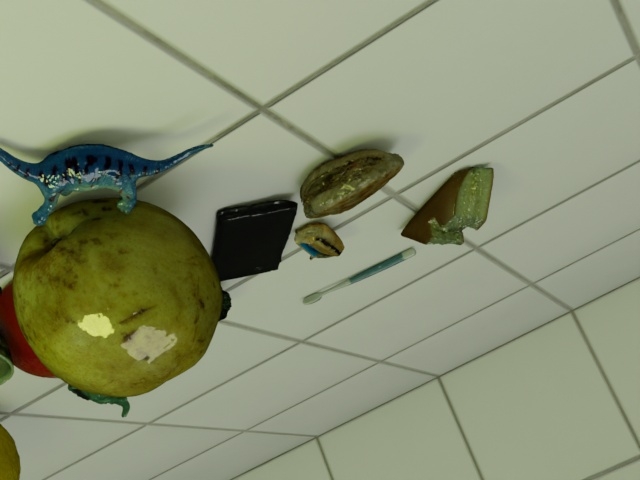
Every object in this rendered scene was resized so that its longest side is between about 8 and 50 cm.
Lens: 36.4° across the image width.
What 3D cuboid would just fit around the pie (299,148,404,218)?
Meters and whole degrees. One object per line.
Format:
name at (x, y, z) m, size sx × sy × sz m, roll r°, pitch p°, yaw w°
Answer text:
pie at (0.051, -0.096, 1.644) m, size 0.194 × 0.078 × 0.163 m, roll -29°, pitch 164°, yaw 17°

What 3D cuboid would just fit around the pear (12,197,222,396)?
pear at (-0.305, 0.079, 1.441) m, size 0.304 × 0.303 × 0.304 m, roll -19°, pitch 157°, yaw -8°

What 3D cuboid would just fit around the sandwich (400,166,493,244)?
sandwich at (0.254, -0.048, 1.914) m, size 0.090 × 0.088 × 0.244 m, roll -1°, pitch 150°, yaw -34°

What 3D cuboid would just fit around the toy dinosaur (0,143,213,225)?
toy dinosaur at (-0.321, -0.091, 1.326) m, size 0.329 × 0.076 × 0.144 m, roll 1°, pitch 143°, yaw -23°

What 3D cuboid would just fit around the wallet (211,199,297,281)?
wallet at (-0.128, 0.006, 1.770) m, size 0.146 × 0.030 × 0.285 m, roll -10°, pitch 157°, yaw -15°

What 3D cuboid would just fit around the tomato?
tomato at (-0.404, 0.149, 1.700) m, size 0.339 × 0.143 × 0.338 m, roll -21°, pitch 157°, yaw -9°

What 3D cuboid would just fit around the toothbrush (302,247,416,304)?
toothbrush at (0.086, 0.082, 2.143) m, size 0.276 × 0.019 × 0.025 m, roll -26°, pitch 163°, yaw 9°

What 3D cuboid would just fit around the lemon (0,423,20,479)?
lemon at (-0.740, 0.486, 1.992) m, size 0.245 × 0.319 × 0.245 m, roll -1°, pitch 115°, yaw -2°

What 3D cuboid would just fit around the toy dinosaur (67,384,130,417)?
toy dinosaur at (-0.455, 0.317, 2.114) m, size 0.120 × 0.079 × 0.292 m, roll -21°, pitch 155°, yaw 12°

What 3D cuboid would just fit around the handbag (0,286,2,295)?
handbag at (-0.586, 0.074, 1.392) m, size 0.213 × 0.127 × 0.235 m, roll -17°, pitch 169°, yaw -8°

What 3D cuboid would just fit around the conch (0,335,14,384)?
conch at (-0.608, 0.170, 1.576) m, size 0.187 × 0.124 × 0.181 m, roll -18°, pitch 154°, yaw 17°

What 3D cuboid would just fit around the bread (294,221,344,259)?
bread at (0.000, 0.000, 1.845) m, size 0.072 × 0.053 × 0.106 m, roll -5°, pitch 161°, yaw 21°

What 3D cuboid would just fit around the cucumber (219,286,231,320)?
cucumber at (-0.221, 0.125, 1.807) m, size 0.077 × 0.077 × 0.265 m, roll -25°, pitch 179°, yaw 7°
